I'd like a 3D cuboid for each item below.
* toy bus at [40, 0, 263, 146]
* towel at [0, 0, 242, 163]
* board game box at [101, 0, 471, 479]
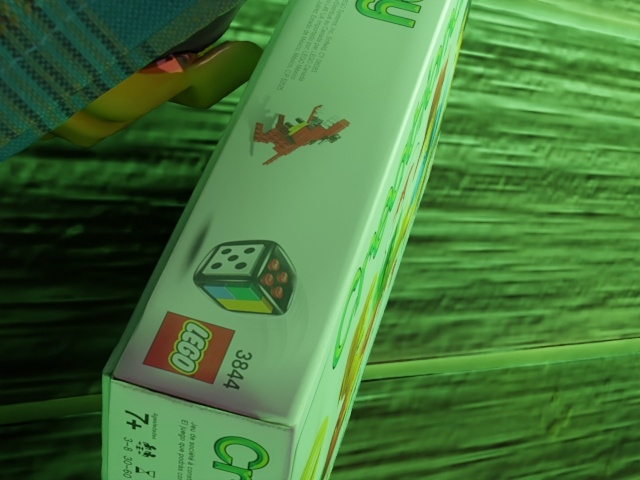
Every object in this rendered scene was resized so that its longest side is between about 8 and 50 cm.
[{"bbox_3d":[-0.150,-0.091,0.404,0.211,0.149,0.220,-44,127,-19],"label":"toy bus"},{"bbox_3d":[-0.172,-0.142,0.257,0.271,0.040,0.370,-35,127,5],"label":"towel"},{"bbox_3d":[0.000,0.000,0.489,0.193,0.053,0.305,100,8,-47],"label":"board game box"}]
